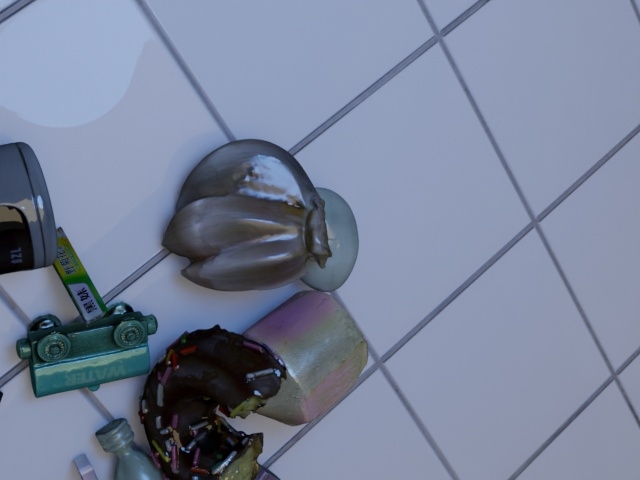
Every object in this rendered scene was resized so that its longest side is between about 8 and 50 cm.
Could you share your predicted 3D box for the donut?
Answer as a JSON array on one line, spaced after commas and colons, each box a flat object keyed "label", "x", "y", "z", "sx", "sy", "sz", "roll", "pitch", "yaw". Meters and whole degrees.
[{"label": "donut", "x": -0.212, "y": 0.308, "z": 1.633, "sx": 0.136, "sy": 0.259, "sz": 0.345, "roll": -25, "pitch": 140, "yaw": -57}]

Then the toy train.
[{"label": "toy train", "x": -0.412, "y": 0.202, "z": 1.613, "sx": 0.248, "sy": 0.101, "sz": 0.159, "roll": -10, "pitch": 117, "yaw": -24}]

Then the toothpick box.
[{"label": "toothpick box", "x": -0.596, "y": -0.037, "z": 1.416, "sx": 0.316, "sy": 0.229, "sz": 0.229, "roll": -13, "pitch": 105, "yaw": -23}]

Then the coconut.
[{"label": "coconut", "x": -0.046, "y": 0.238, "z": 1.726, "sx": 0.245, "sy": 0.233, "sz": 0.233, "roll": -37, "pitch": 114, "yaw": -19}]

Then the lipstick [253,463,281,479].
[{"label": "lipstick", "x": -0.194, "y": 0.598, "z": 1.809, "sx": 0.066, "sy": 0.068, "sz": 0.317, "roll": 40, "pitch": 80, "yaw": -27}]

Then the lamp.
[{"label": "lamp", "x": -0.348, "y": 0.424, "z": 1.684, "sx": 0.106, "sy": 0.106, "sz": 0.193, "roll": -28, "pitch": 102, "yaw": -20}]

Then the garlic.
[{"label": "garlic", "x": -0.136, "y": -0.049, "z": 1.628, "sx": 0.325, "sy": 0.132, "sz": 0.279, "roll": 3, "pitch": 76, "yaw": 4}]

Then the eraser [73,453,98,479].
[{"label": "eraser", "x": -0.423, "y": 0.451, "z": 1.665, "sx": 0.026, "sy": 0.065, "sz": 0.105, "roll": -26, "pitch": 109, "yaw": -23}]

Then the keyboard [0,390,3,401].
[{"label": "keyboard", "x": -0.630, "y": 0.361, "z": 1.565, "sx": 0.094, "sy": 0.025, "sz": 0.230, "roll": 21, "pitch": 90, "yaw": -27}]

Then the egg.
[{"label": "egg", "x": 0.000, "y": 0.000, "z": 1.749, "sx": 0.151, "sy": 0.151, "sz": 0.209, "roll": -16, "pitch": 103, "yaw": -24}]

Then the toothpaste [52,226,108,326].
[{"label": "toothpaste", "x": -0.425, "y": 0.062, "z": 1.555, "sx": 0.043, "sy": 0.037, "sz": 0.178, "roll": -27, "pitch": 75, "yaw": -21}]
